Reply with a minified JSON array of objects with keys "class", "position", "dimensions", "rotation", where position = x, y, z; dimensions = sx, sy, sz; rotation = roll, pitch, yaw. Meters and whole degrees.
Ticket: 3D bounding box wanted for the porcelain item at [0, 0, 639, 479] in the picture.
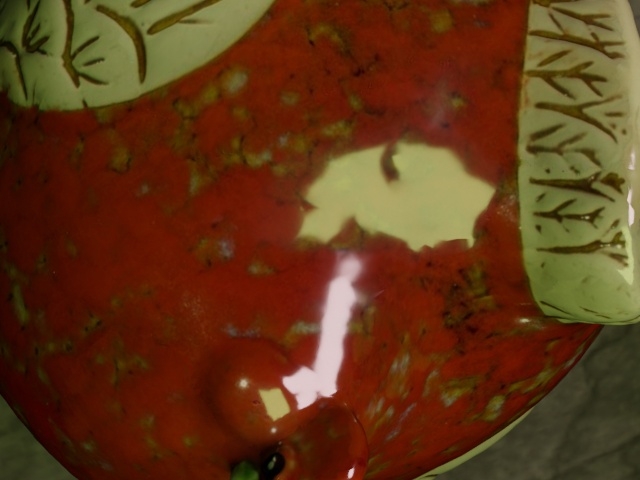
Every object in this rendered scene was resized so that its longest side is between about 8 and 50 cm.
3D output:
[{"class":"porcelain item","position":[0.000,0.000,0.541],"dimensions":[0.253,0.253,0.253],"rotation":[-8,125,-11]}]
